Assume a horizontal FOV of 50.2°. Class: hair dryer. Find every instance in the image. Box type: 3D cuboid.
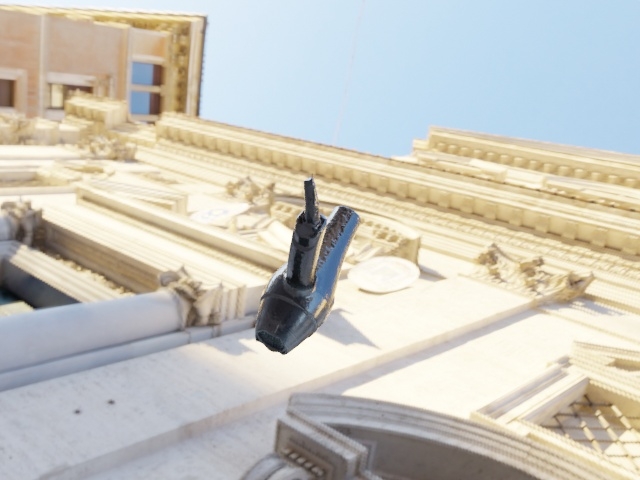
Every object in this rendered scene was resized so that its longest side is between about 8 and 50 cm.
[{"bbox_3d":[0.000,0.000,0.841,0.091,0.235,0.271,27,-30,8],"label":"hair dryer"}]
